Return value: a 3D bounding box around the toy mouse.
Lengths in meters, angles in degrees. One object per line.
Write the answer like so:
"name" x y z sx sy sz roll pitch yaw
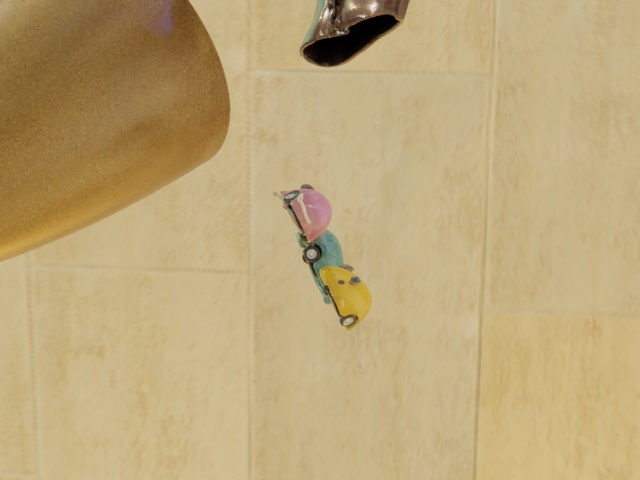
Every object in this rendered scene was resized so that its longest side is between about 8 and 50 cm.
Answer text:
"toy mouse" 0.000 0.000 0.927 0.031 0.143 0.161 -25 133 -5

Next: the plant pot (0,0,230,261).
"plant pot" -0.240 -0.089 0.937 0.237 0.254 0.237 27 141 24

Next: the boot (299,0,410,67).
"boot" 0.079 -0.239 0.832 0.090 0.248 0.206 23 67 -26
